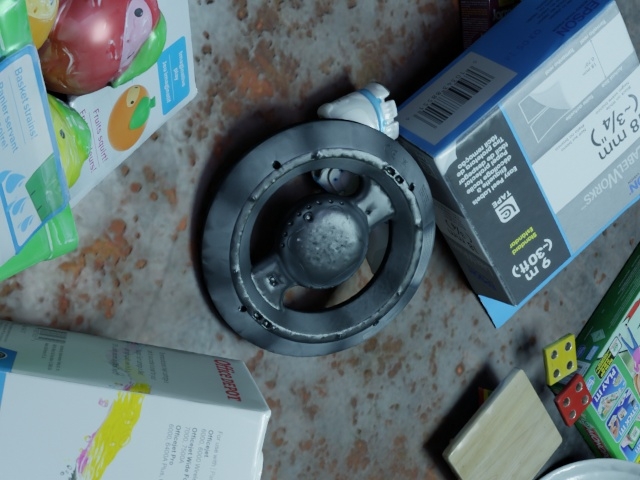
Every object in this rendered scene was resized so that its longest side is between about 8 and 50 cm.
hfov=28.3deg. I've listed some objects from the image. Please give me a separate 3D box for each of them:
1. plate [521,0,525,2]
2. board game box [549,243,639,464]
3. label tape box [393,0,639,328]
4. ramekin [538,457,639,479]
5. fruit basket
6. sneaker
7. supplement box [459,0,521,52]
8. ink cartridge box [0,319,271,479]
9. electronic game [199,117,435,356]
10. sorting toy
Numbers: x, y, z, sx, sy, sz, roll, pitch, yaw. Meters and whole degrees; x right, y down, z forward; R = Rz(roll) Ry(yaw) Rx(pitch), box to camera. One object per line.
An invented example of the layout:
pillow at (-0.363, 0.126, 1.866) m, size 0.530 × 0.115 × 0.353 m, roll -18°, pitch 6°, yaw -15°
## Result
plate at (0.211, -0.324, 1.307) m, size 0.188 × 0.024 × 0.188 m, roll 11°, pitch 72°, yaw -38°
board game box at (0.426, 0.125, 1.615) m, size 0.317 × 0.046 × 0.213 m, roll -53°, pitch 128°, yaw -20°
label tape box at (0.239, -0.064, 1.312) m, size 0.240 × 0.106 × 0.334 m, roll -41°, pitch 129°, yaw -9°
ramekin at (0.335, 0.367, 1.487) m, size 0.207 × 0.207 × 0.109 m, roll -36°, pitch 130°, yaw -30°
fruit basket at (-0.195, -0.135, 0.887) m, size 0.353 × 0.165 × 0.327 m, roll -42°, pitch 146°, yaw -36°
sneaker at (0.032, -0.052, 1.217) m, size 0.083 × 0.071 × 0.191 m, roll -17°, pitch 108°, yaw -24°
supplement box at (0.179, -0.217, 1.316) m, size 0.055 × 0.043 × 0.083 m, roll -21°, pitch 112°, yaw -37°
ink cartridge box at (-0.171, 0.167, 0.938) m, size 0.232 × 0.171 × 0.168 m, roll 10°, pitch 95°, yaw -10°
electronic game at (0.000, 0.000, 1.167) m, size 0.229 × 0.048 × 0.229 m, roll -7°, pitch 110°, yaw -19°
sorting toy at (0.201, 0.220, 1.429) m, size 0.274 × 0.046 × 0.132 m, roll -47°, pitch 127°, yaw -18°
